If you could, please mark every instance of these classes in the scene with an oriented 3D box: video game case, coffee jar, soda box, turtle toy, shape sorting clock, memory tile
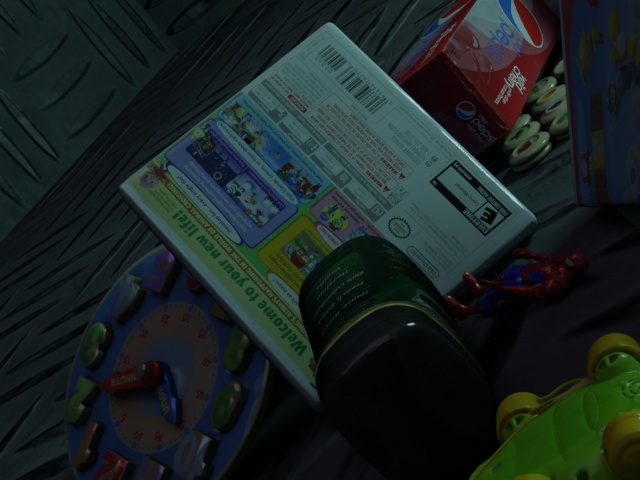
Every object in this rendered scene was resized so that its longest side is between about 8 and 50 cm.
[{"bbox_3d":[0.003,-0.021,0.998,0.193,0.212,0.023,-39,-21,-12],"label":"video game case"},{"bbox_3d":[0.040,0.065,0.840,0.079,0.096,0.184,-42,14,6],"label":"coffee jar"},{"bbox_3d":[0.124,-0.144,1.225,0.092,0.083,0.263,-36,10,30],"label":"soda box"},{"bbox_3d":[0.107,0.103,0.620,0.130,0.066,0.095,-36,15,18],"label":"turtle toy"},{"bbox_3d":[-0.110,0.094,1.037,0.206,0.040,0.206,-17,64,39],"label":"shape sorting clock"},{"bbox_3d":[0.184,-0.121,0.798,0.025,0.204,0.285,-5,1,-8],"label":"video game case"},{"bbox_3d":[0.182,-0.105,1.154,0.113,0.012,0.148,-38,14,7],"label":"memory tile"}]

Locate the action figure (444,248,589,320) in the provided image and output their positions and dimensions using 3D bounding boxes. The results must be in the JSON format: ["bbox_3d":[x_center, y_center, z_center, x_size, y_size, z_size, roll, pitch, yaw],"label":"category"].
[{"bbox_3d":[0.121,0.023,0.902,0.038,0.030,0.115,-44,16,-34],"label":"action figure"}]
